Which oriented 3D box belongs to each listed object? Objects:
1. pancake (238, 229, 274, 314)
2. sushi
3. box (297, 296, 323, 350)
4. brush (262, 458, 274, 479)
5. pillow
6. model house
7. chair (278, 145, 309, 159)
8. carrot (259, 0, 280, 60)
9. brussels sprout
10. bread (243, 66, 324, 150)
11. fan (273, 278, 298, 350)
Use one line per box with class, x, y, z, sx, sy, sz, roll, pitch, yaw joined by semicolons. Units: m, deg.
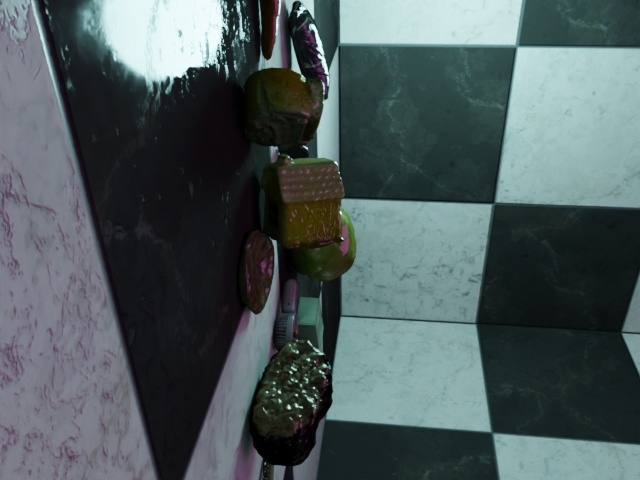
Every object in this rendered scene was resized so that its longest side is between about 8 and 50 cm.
pancake;-0.161;0.079;1.557;0.236;0.042;0.222;-49;142;-75
sushi;-0.079;0.440;1.710;0.350;0.211;0.170;-66;166;-49
box;-0.043;0.345;2.502;0.225;0.086;0.129;85;11;-50
brush;-0.156;0.643;1.884;0.043;0.036;0.248;92;-2;-48
pillow;-0.036;-0.606;1.995;0.161;0.093;0.335;-105;177;-51
model house;-0.044;-0.112;1.638;0.175;0.193;0.234;42;-46;54
chair;-0.084;-0.344;1.890;0.095;0.104;0.221;12;75;-57
carrot;-0.129;-0.557;1.554;0.061;0.061;0.209;-74;169;-64
brussels sprout;0.003;0.008;2.189;0.316;0.243;0.273;95;-15;-59
bread;-0.086;-0.293;1.454;0.257;0.186;0.124;100;-9;-76
fan;-0.101;0.242;2.004;0.130;0.074;0.244;75;18;-67
